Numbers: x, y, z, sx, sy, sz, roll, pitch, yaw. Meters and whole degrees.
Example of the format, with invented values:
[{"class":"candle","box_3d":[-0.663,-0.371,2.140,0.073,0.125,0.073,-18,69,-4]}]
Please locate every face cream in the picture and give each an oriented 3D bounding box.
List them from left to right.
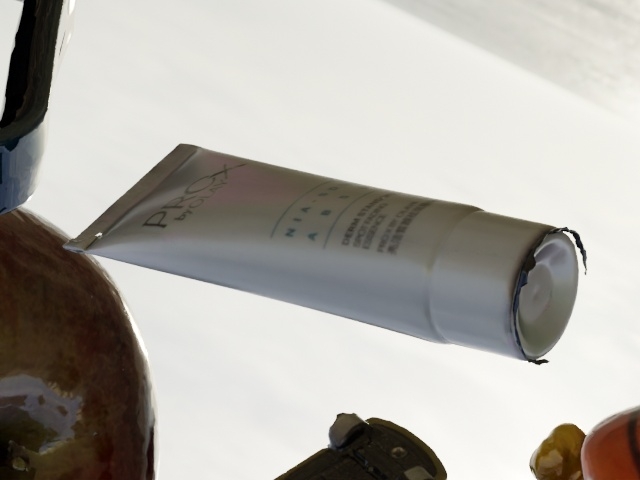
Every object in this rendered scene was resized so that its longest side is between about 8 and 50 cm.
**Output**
[{"class":"face cream","box_3d":[0.000,0.000,0.695,0.243,0.058,0.092,13,-139,36]}]

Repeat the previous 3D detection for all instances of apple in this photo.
[{"class":"apple","box_3d":[-0.270,0.131,1.033,0.277,0.348,0.348,-1,169,41]}]

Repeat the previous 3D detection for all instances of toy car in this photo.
[{"class":"toy car","box_3d":[-0.017,0.244,1.217,0.256,0.124,0.101,-29,-134,-28]}]

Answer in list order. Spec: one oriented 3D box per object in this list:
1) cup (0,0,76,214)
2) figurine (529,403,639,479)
[{"class":"cup","box_3d":[-0.318,-0.101,0.875,0.308,0.242,0.292,29,-145,-22]},{"class":"figurine","box_3d":[0.233,0.196,0.799,0.320,0.196,0.323,28,-168,-32]}]
